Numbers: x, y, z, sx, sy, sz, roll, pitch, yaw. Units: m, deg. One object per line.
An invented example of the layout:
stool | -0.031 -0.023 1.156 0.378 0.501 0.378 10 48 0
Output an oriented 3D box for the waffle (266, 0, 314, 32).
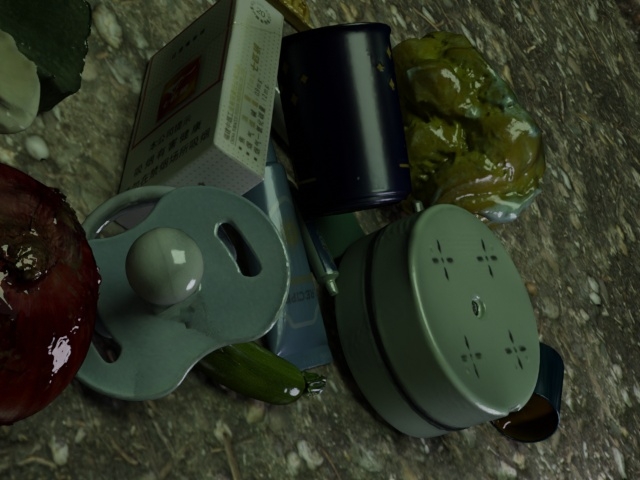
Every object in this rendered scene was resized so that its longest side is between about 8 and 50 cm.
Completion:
waffle | -0.045 -0.464 2.162 0.125 0.032 0.191 37 41 -24

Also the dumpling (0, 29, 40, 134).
dumpling | -0.489 -0.204 1.229 0.395 0.233 0.315 2 41 -14

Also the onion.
onion | -0.348 0.048 1.193 0.276 0.276 0.276 31 42 -33

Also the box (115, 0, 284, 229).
box | -0.161 -0.174 1.634 0.095 0.210 0.330 36 40 -29

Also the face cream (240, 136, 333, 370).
face cream | -0.069 -0.002 1.711 0.135 0.086 0.385 -9 83 -54

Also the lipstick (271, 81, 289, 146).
lipstick | -0.060 -0.206 1.917 0.264 0.059 0.059 50 35 -11

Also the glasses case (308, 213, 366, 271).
glasses case | 0.000 0.000 1.843 0.184 0.039 0.078 -21 80 -55

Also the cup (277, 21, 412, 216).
cup | 0.048 -0.172 1.774 0.255 0.178 0.256 -8 88 -69

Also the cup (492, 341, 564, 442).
cup | 0.339 0.239 2.007 0.150 0.113 0.138 47 34 -17

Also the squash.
squash | -0.120 0.145 1.554 0.318 0.071 0.080 32 61 -27

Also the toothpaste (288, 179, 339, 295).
toothpaste | -0.016 -0.007 1.764 0.057 0.035 0.197 15 48 -63

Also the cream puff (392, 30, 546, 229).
cream puff | 0.214 -0.170 2.077 0.378 0.275 0.378 54 5 -7

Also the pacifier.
pacifier | -0.183 0.036 1.379 0.299 0.233 0.244 -32 83 -13

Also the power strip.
power strip | 0.178 0.113 1.836 0.357 0.161 0.357 29 50 -41

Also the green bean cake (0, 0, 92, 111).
green bean cake | -0.390 -0.275 1.535 0.185 0.094 0.183 30 42 -35
